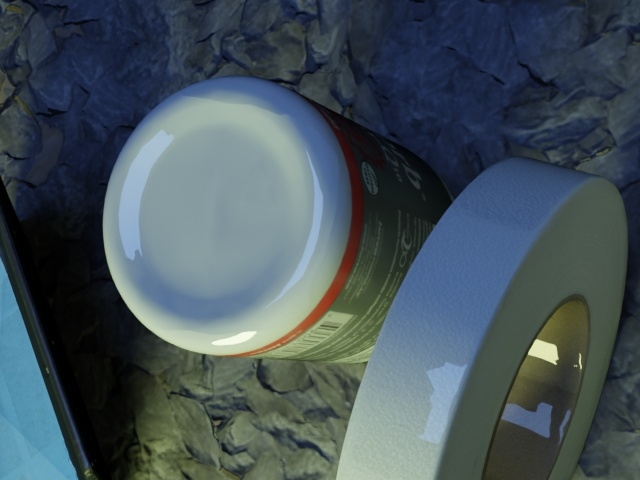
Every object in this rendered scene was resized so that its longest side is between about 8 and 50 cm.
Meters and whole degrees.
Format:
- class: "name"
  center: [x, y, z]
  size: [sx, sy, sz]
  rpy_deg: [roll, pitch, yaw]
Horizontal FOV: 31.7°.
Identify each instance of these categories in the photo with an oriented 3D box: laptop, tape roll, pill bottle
- class: "laptop"
  center: [-0.390, 0.156, 1.224]
  size: [0.236, 0.408, 0.382]
  rpy_deg: [-20, 71, -13]
- class: "tape roll"
  center: [0.135, 0.130, 0.873]
  size: [0.072, 0.392, 0.392]
  rpy_deg: [18, 91, 27]
- class: "pill bottle"
  center: [0.000, 0.000, 0.972]
  size: [0.210, 0.363, 0.210]
  rpy_deg: [-4, 81, 26]
